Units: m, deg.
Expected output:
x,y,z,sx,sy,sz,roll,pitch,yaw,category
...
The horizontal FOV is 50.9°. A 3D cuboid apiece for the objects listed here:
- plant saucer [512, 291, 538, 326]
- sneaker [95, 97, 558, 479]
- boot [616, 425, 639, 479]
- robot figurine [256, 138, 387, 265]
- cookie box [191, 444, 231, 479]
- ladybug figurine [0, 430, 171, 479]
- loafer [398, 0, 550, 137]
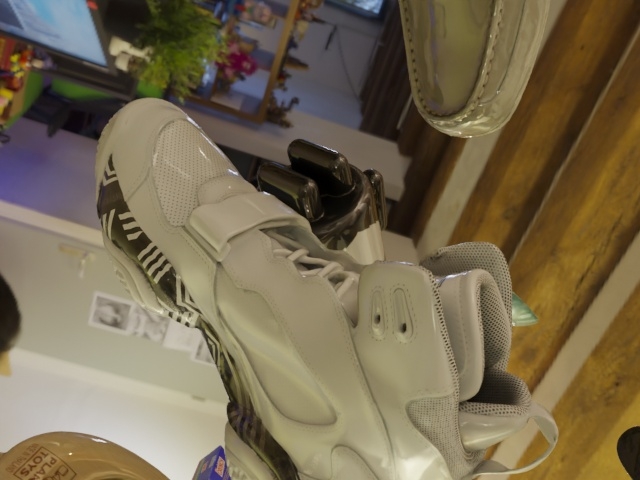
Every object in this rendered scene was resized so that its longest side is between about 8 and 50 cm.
x,y,z,sx,sy,sz,roll,pitch,yaw,category
0.200,0.065,0.786,0.021,0.119,0.119,-49,-173,-2,plant saucer
-0.005,0.022,0.453,0.210,0.366,0.137,-35,167,31,sneaker
0.518,0.367,0.907,0.085,0.178,0.236,-46,-135,25,boot
0.003,0.000,0.937,0.174,0.209,0.278,-101,178,-48,robot figurine
-0.112,0.322,0.832,0.040,0.107,0.092,-37,-175,6,cookie box
-0.297,0.456,0.906,0.162,0.449,0.305,-37,-174,29,ladybug figurine
0.079,-0.228,0.431,0.112,0.111,0.320,-1,-88,50,loafer
